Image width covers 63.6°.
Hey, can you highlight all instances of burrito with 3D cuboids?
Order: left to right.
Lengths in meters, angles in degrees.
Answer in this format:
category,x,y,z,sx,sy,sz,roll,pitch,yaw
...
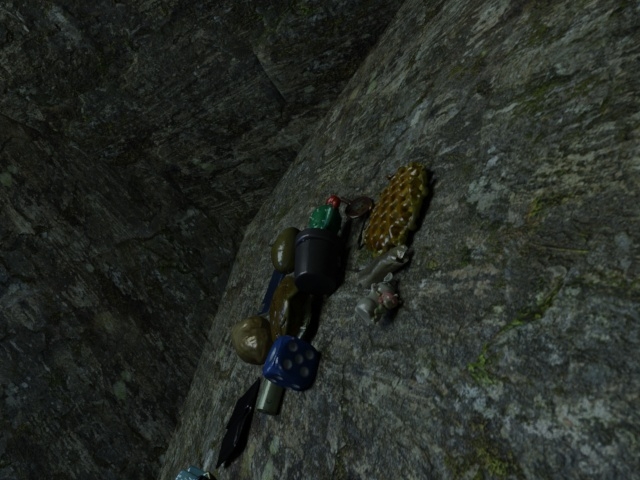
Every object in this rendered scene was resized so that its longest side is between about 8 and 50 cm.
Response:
category,x,y,z,sx,sy,sz,roll,pitch,yaw
burrito,0.173,0.076,1.460,0.226,0.060,0.087,-45,16,54

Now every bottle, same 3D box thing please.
category,x,y,z,sx,sy,sz,roll,pitch,yaw
bottle,-0.164,0.518,1.853,0.072,0.072,0.201,-41,28,56

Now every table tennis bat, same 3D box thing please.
category,x,y,z,sx,sy,sz,roll,pitch,yaw
table tennis bat,0.147,-0.096,1.924,0.107,0.119,0.170,-41,36,-11
table tennis bat,0.135,-0.024,1.718,0.158,0.014,0.095,98,-172,-51

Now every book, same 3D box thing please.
category,x,y,z,sx,sy,sz,roll,pitch,yaw
book,-0.240,0.254,2.611,0.191,0.025,0.269,-31,36,61

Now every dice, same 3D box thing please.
category,x,y,z,sx,sy,sz,roll,pitch,yaw
dice,-0.099,0.402,1.686,0.146,0.146,0.143,-41,26,57

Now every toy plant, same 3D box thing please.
category,x,y,z,sx,sy,sz,roll,pitch,yaw
toy plant,0.002,0.009,1.921,0.279,0.186,0.400,70,-158,-48

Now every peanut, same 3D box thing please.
category,x,y,z,sx,sy,sz,roll,pitch,yaw
peanut,-0.275,0.424,2.199,0.192,0.170,0.387,-61,19,-5

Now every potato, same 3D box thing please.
category,x,y,z,sx,sy,sz,roll,pitch,yaw
potato,-0.149,0.056,2.386,0.174,0.159,0.251,97,175,-50

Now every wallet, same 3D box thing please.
category,x,y,z,sx,sy,sz,roll,pitch,yaw
wallet,-0.339,0.747,2.123,0.247,0.041,0.323,-51,17,38

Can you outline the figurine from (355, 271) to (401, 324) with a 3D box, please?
category,x,y,z,sx,sy,sz,roll,pitch,yaw
figurine,0.171,0.157,1.358,0.146,0.081,0.098,-40,49,-19

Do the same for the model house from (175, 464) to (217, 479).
category,x,y,z,sx,sy,sz,roll,pitch,yaw
model house,-0.401,0.964,1.780,0.280,0.249,0.230,-61,-28,-33

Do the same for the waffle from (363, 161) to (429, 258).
category,x,y,z,sx,sy,sz,roll,pitch,yaw
waffle,0.221,-0.091,1.556,0.324,0.068,0.302,-64,16,-6

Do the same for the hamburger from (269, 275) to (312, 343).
category,x,y,z,sx,sy,sz,roll,pitch,yaw
hamburger,-0.120,0.275,1.918,0.285,0.134,0.265,-100,31,-67
